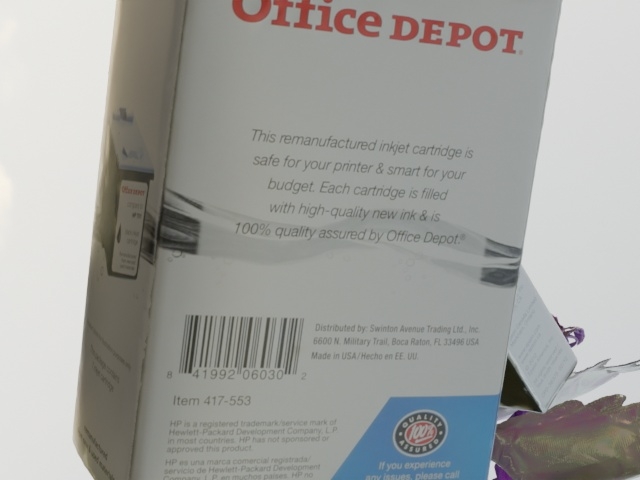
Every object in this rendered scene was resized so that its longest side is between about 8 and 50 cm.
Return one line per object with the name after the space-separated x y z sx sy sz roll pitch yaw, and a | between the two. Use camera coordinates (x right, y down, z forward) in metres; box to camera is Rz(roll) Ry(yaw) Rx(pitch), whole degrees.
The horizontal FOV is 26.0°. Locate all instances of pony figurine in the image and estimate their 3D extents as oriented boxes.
0.173 0.151 1.417 0.351 0.303 0.363 -25 -85 11 | pony figurine

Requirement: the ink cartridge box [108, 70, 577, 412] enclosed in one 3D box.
0.000 0.000 0.709 0.206 0.045 0.208 3 -43 42 | ink cartridge box

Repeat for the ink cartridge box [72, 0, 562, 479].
-0.004 -0.006 0.492 0.082 0.140 0.190 25 -70 62 | ink cartridge box
